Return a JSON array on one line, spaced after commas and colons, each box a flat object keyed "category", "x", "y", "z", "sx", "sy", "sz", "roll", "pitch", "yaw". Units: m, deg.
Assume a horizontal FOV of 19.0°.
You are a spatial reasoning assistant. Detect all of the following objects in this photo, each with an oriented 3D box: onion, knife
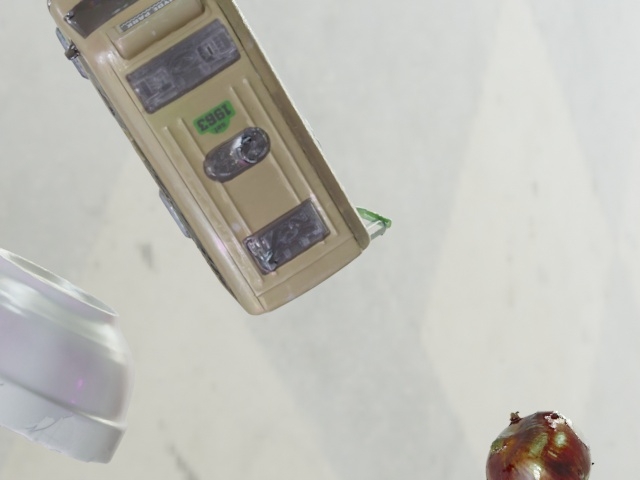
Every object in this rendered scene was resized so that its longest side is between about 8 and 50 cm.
[{"category": "onion", "x": 0.228, "y": 0.243, "z": 2.038, "sx": 0.118, "sy": 0.117, "sz": 0.119, "roll": 11, "pitch": 60, "yaw": -20}, {"category": "knife", "x": 0.000, "y": -0.001, "z": 1.645, "sx": 0.212, "sy": 0.054, "sz": 0.015, "roll": -32, "pitch": 147, "yaw": -62}]

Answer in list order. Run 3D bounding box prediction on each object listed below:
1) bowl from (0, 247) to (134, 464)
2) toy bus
[{"category": "bowl", "x": -0.309, "y": 0.103, "z": 1.978, "sx": 0.144, "sy": 0.287, "sz": 0.287, "roll": -61, "pitch": 153, "yaw": 0}, {"category": "toy bus", "x": -0.083, "y": -0.092, "z": 1.458, "sx": 0.289, "sy": 0.139, "sz": 0.157, "roll": 61, "pitch": -4, "yaw": -28}]
